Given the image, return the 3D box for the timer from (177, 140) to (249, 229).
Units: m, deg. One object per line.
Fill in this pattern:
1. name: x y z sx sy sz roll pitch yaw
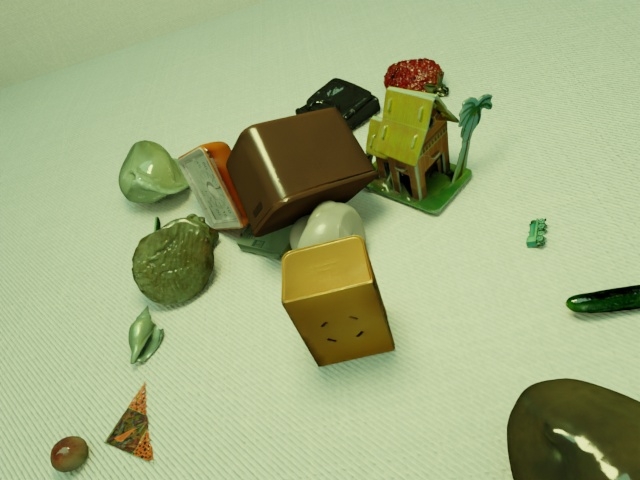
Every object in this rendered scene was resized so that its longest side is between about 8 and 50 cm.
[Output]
1. timer: -0.299 -0.168 1.425 0.161 0.258 0.250 -28 15 -14

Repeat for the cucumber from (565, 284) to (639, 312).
1. cucumber: 0.666 0.119 0.995 0.284 0.056 0.056 -6 48 9

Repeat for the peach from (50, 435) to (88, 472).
1. peach: -0.592 0.501 1.107 0.083 0.083 0.083 -10 47 11

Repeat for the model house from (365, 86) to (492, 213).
1. model house: 0.284 -0.326 1.342 0.300 0.324 0.340 29 65 36

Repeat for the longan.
1. longan: 0.438 0.370 0.714 0.288 0.289 0.350 -32 38 -9

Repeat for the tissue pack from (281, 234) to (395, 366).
1. tissue pack: 0.045 0.140 1.052 0.194 0.275 0.145 -12 47 9

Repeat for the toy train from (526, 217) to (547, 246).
1. toy train: 0.544 -0.020 1.182 0.045 0.029 0.092 -7 42 36

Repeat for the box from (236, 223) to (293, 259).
1. box: -0.116 -0.064 1.451 0.210 0.045 0.270 10 55 28

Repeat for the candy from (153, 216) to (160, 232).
1. candy: -0.543 0.017 1.530 0.096 0.097 0.324 -20 38 2

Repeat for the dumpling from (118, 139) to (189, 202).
1. dumpling: -0.601 -0.251 1.686 0.269 0.212 0.321 -16 57 2

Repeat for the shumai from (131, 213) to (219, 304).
1. shumai: -0.422 0.052 1.405 0.271 0.222 0.203 -41 12 -6

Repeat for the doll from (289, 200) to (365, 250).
1. doll: 0.000 0.000 1.258 0.220 0.221 0.251 3 25 23

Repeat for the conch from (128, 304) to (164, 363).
1. conch: -0.484 0.258 1.299 0.065 0.088 0.180 -45 38 42

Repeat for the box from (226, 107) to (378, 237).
1. box: -0.059 -0.192 1.295 0.339 0.239 0.230 -21 79 -31

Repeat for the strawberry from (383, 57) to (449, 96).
1. strawberry: 0.338 -0.596 1.712 0.188 0.106 0.286 -43 49 -20

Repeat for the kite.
1. kite: -0.469 0.462 1.142 0.125 0.008 0.222 -25 46 -2

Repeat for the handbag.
1. handbag: 0.059 -0.491 1.742 0.244 0.088 0.275 -38 49 -9
